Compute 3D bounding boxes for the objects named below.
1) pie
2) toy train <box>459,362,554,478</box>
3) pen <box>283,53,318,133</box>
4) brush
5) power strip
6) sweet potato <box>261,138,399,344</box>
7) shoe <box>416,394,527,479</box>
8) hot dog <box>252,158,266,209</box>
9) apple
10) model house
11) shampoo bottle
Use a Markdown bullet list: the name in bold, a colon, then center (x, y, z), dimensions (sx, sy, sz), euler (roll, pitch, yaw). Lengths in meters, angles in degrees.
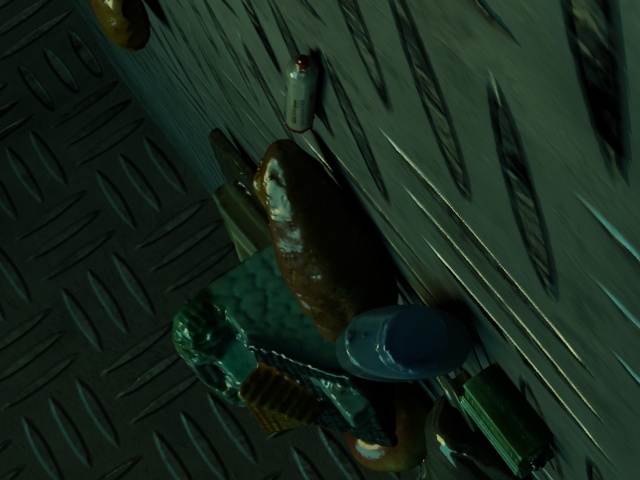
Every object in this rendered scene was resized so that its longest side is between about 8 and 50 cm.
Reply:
- **pie**: center (-0.283, -0.348, 1.874), dimensions (0.273, 0.069, 0.273), euler (58, 175, 8)
- **toy train**: center (0.150, 0.143, 1.215), dimensions (0.093, 0.038, 0.056), euler (53, 169, 21)
- **pen**: center (-0.014, -0.110, 1.125), dimensions (0.026, 0.026, 0.218), euler (54, 175, 4)
- **brush**: center (0.087, 0.076, 1.480), dimensions (0.266, 0.027, 0.062), euler (56, 176, 30)
- **power strip**: center (-0.078, 0.000, 2.142), dimensions (0.251, 0.092, 0.257), euler (56, 173, 29)
- **sweet potato**: center (0.000, 0.000, 1.381), dimensions (0.097, 0.097, 0.252), euler (49, 169, 48)
- **shoe**: center (0.127, 0.282, 1.593), dimensions (0.132, 0.171, 0.336), euler (52, 175, 32)
- **hot dog**: center (-0.047, -0.054, 1.750), dimensions (0.037, 0.049, 0.122), euler (11, 161, 23)
- **apple**: center (0.094, 0.246, 1.983), dimensions (0.126, 0.126, 0.102), euler (51, -174, 40)
- **model house**: center (-0.011, 0.166, 1.832), dimensions (0.241, 0.226, 0.261), euler (50, 176, 32)
- **shampoo bottle**: center (0.069, 0.087, 1.269), dimensions (0.258, 0.103, 0.061), euler (108, 163, -84)
